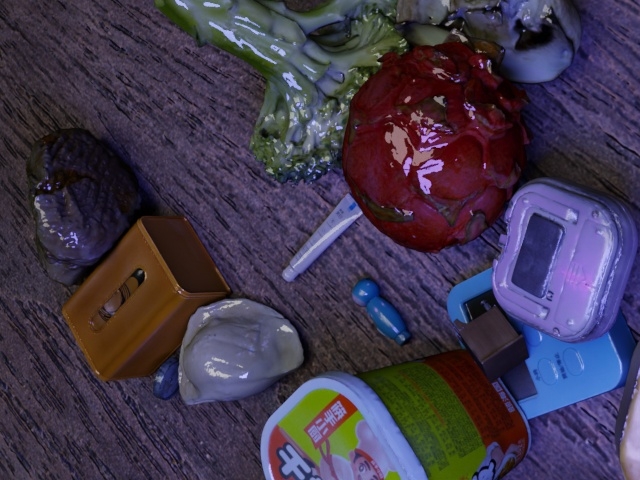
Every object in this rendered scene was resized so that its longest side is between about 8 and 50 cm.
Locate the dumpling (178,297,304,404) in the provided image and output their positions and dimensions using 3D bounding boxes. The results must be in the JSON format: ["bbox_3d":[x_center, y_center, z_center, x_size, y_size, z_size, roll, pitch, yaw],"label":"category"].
[{"bbox_3d":[-0.153,0.190,1.646,0.252,0.131,0.179,-18,67,22],"label":"dumpling"}]

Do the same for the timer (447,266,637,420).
[{"bbox_3d":[0.311,0.137,1.360,0.250,0.091,0.232,-30,74,33],"label":"timer"}]

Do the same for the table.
[{"bbox_3d":[0.242,0.141,1.325,0.070,0.083,0.082,-34,58,-1],"label":"table"}]

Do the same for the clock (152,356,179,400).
[{"bbox_3d":[-0.284,0.262,1.752,0.017,0.085,0.085,20,101,24],"label":"clock"}]

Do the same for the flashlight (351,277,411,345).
[{"bbox_3d":[0.101,0.116,1.521,0.129,0.051,0.051,48,114,21],"label":"flashlight"}]

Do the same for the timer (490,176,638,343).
[{"bbox_3d":[0.323,0.026,1.253,0.190,0.069,0.209,27,114,44],"label":"timer"}]

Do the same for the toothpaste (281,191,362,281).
[{"bbox_3d":[0.000,0.000,1.601,0.190,0.031,0.048,-47,63,20],"label":"toothpaste"}]

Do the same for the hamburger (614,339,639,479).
[{"bbox_3d":[0.502,0.228,1.194,0.227,0.151,0.295,19,106,31],"label":"hamburger"}]

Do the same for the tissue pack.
[{"bbox_3d":[-0.336,0.108,1.755,0.274,0.145,0.194,-45,65,24],"label":"tissue pack"}]

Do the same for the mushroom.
[{"bbox_3d":[0.260,-0.342,1.350,0.267,0.189,0.164,6,70,44],"label":"mushroom"}]

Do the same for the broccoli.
[{"bbox_3d":[-0.064,-0.258,1.447,0.274,0.397,0.353,-12,87,58],"label":"broccoli"}]

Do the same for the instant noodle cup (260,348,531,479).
[{"bbox_3d":[0.122,0.297,1.327,0.293,0.307,0.294,12,107,43],"label":"instant noodle cup"}]

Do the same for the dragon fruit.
[{"bbox_3d":[0.162,-0.132,1.335,0.277,0.277,0.343,34,124,29],"label":"dragon fruit"}]

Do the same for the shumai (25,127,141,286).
[{"bbox_3d":[-0.509,-0.046,1.806,0.283,0.217,0.346,-43,39,32],"label":"shumai"}]
